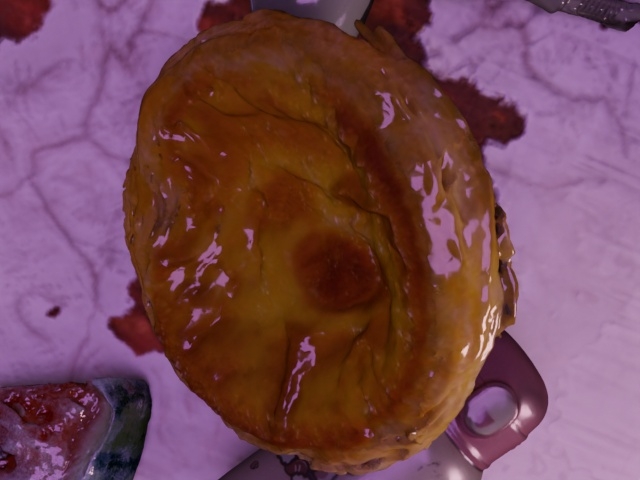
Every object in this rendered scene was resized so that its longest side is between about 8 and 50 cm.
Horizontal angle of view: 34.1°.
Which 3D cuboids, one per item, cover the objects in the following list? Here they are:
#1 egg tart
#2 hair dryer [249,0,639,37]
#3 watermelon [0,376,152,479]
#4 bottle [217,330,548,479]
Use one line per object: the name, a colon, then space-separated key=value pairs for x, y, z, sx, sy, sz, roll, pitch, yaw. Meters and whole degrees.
egg tart: x=0.000 y=0.000 z=0.641 sx=0.295 sy=0.116 sz=0.294 roll=15 pitch=114 yaw=37
hair dryer: x=0.076 y=-0.234 z=0.663 sx=0.267 sy=0.092 sz=0.229 roll=-9 pitch=95 yaw=-11
watermelon: x=-0.208 y=0.161 z=0.738 sx=0.139 sy=0.071 sz=0.187 roll=31 pitch=100 yaw=-1
bottle: x=0.045 y=0.146 z=0.708 sx=0.233 sy=0.110 sz=0.110 roll=-36 pitch=98 yaw=8
